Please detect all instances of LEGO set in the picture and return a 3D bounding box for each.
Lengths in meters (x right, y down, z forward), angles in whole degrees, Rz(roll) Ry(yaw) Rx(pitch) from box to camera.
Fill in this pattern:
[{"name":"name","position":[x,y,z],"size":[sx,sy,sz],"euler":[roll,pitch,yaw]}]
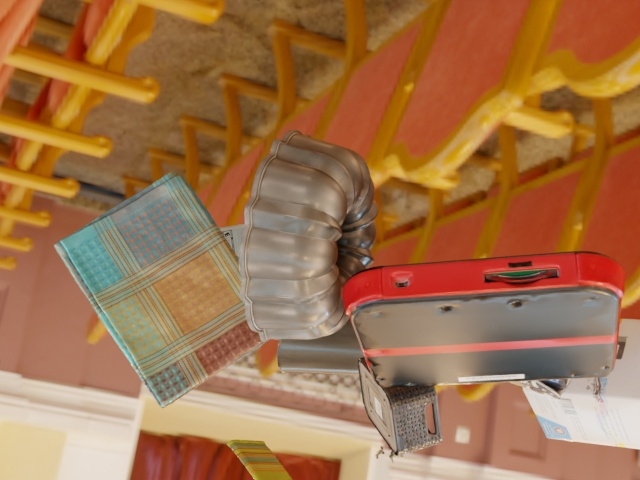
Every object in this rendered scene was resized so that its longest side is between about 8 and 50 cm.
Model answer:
[{"name":"LEGO set","position":[0.143,0.405,1.880],"size":[0.083,0.023,0.054],"euler":[26,117,-36]}]

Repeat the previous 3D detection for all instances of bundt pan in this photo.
[{"name":"bundt pan","position":[0.000,0.000,1.476],"size":[0.124,0.331,0.331],"euler":[8,164,19]}]

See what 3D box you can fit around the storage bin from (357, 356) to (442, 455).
[{"name":"storage bin","position":[0.136,0.280,1.701],"size":[0.084,0.122,0.180],"euler":[-13,-159,-12]}]

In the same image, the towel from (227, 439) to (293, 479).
[{"name":"towel","position":[-0.085,0.468,1.848],"size":[0.102,0.021,0.237],"euler":[16,-156,-49]}]

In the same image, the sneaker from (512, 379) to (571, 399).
[{"name":"sneaker","position":[0.340,0.216,1.724],"size":[0.153,0.099,0.282],"euler":[11,177,44]}]

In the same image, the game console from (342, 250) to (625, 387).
[{"name":"game console","position":[0.243,0.127,1.428],"size":[0.386,0.060,0.342],"euler":[-4,151,11]}]

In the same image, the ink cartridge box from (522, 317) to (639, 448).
[{"name":"ink cartridge box","position":[0.592,0.291,1.996],"size":[0.270,0.197,0.198],"euler":[1,140,33]}]

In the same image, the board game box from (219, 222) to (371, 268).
[{"name":"board game box","position":[-0.051,0.060,2.000],"size":[0.303,0.224,0.097],"euler":[-10,171,11]}]

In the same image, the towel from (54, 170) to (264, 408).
[{"name":"towel","position":[-0.275,0.080,1.759],"size":[0.271,0.370,0.040],"euler":[-33,167,-13]}]

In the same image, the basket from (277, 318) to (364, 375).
[{"name":"basket","position":[0.048,0.209,2.092],"size":[0.227,0.204,0.154],"euler":[8,149,20]}]
